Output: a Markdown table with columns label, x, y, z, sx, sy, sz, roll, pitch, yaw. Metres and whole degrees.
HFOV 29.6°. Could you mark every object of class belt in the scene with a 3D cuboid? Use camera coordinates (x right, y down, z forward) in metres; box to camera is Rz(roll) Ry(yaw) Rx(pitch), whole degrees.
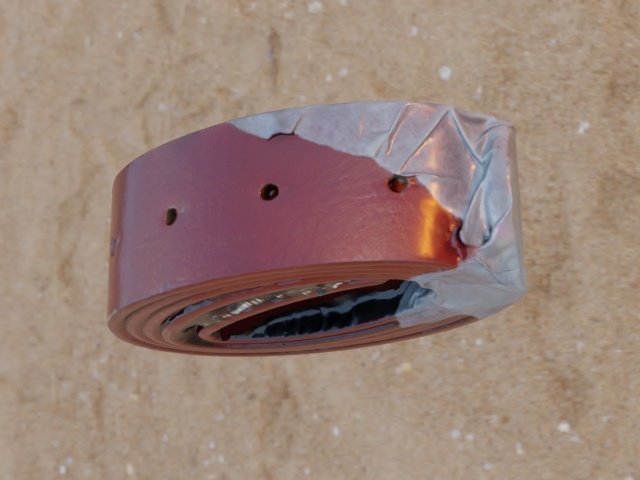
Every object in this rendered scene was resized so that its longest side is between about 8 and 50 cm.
| label | x | y | z | sx | sy | sz | roll | pitch | yaw |
| --- | --- | --- | --- | --- | --- | --- | --- | --- | --- |
| belt | 0.000 | 0.000 | 0.831 | 0.324 | 0.227 | 0.115 | -13 | 70 | 33 |
